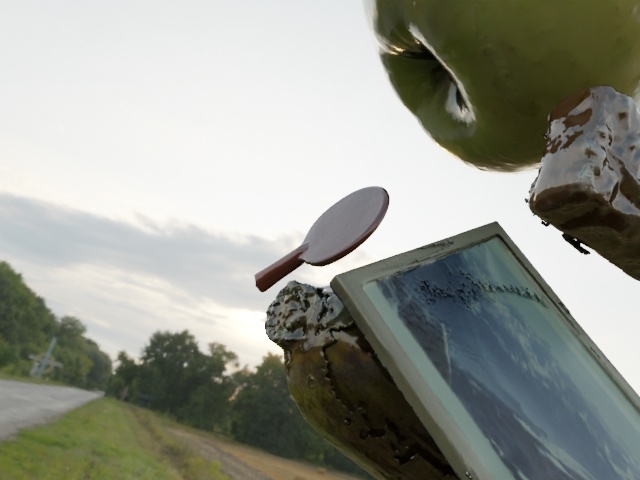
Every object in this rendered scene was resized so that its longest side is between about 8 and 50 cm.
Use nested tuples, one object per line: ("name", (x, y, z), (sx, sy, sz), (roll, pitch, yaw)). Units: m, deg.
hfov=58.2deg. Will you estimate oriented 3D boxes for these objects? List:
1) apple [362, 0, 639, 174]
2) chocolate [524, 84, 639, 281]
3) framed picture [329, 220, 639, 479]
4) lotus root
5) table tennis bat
("apple", (0.300, -0.332, 0.812), (0.474, 0.473, 0.473), (15, -20, 6))
("chocolate", (0.331, -0.054, 0.610), (0.214, 0.148, 0.093), (25, -17, -17))
("framed picture", (0.186, 0.135, 0.500), (0.247, 0.335, 0.022), (-15, -28, -40))
("lotus root", (0.111, 0.180, 0.638), (0.397, 0.196, 0.179), (35, -25, -2))
("table tennis bat", (0.000, 0.000, 0.538), (0.155, 0.098, 0.019), (-35, -64, 16))
